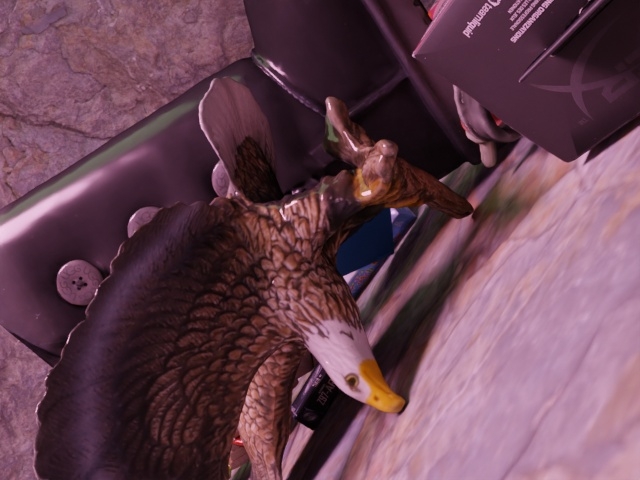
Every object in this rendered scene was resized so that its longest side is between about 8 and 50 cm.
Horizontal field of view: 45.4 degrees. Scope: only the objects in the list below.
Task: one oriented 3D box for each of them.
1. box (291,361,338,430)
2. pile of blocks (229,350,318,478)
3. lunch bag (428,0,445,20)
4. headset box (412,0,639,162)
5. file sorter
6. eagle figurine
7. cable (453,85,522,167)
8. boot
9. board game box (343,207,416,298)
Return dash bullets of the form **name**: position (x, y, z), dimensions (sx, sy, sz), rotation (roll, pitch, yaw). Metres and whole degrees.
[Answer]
- **box**: position (-0.001, 0.134, 0.691), dimensions (0.067, 0.018, 0.083), rotation (-58, 2, -9)
- **pile of blocks**: position (-0.107, 0.189, 0.788), dimensions (0.149, 0.112, 0.362), rotation (0, -50, -43)
- **lunch bag**: position (0.265, -0.399, 1.266), dimensions (0.258, 0.120, 0.293), rotation (-52, 7, 24)
- **headset box**: position (0.173, -0.188, 0.353), dimensions (0.293, 0.110, 0.218), rotation (-58, 3, -22)
- **file sorter**: position (-0.006, -0.057, 0.797), dimensions (0.118, 0.105, 0.170), rotation (-22, -67, -41)
- **eagle figurine**: position (-0.037, 0.058, 0.507), dimensions (0.298, 0.226, 0.225), rotation (-51, 24, 10)
- **cable**: position (0.088, -0.176, 0.484), dimensions (0.072, 0.287, 0.139), rotation (1, 41, 44)
- **boot**: position (-0.127, -0.104, 0.648), dimensions (0.445, 0.367, 0.146), rotation (-33, 8, 16)
- **board game box**: position (0.000, 0.000, 0.925), dimensions (0.039, 0.160, 0.211), rotation (7, -55, -48)
